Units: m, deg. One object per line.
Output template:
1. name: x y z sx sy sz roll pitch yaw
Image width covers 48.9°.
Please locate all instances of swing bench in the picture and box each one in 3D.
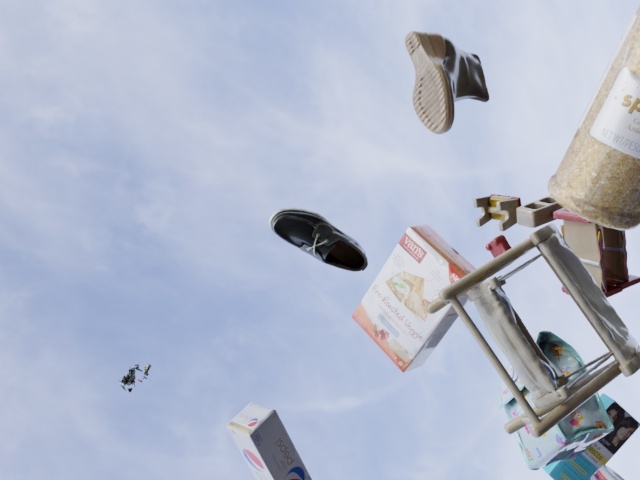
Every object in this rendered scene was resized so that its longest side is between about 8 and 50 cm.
1. swing bench: 0.348 0.133 1.111 0.255 0.165 0.253 -31 -101 -7

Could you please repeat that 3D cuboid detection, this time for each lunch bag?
1. lunch bag: 0.519 0.363 1.624 0.160 0.223 0.262 -10 -121 -15

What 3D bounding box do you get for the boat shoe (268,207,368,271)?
1. boat shoe: 0.000 0.000 1.490 0.233 0.079 0.084 26 -71 -23

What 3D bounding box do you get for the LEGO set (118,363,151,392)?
1. LEGO set: -0.335 0.242 1.255 0.054 0.024 0.083 -64 -14 -4

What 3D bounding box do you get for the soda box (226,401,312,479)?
1. soda box: -0.083 0.397 1.264 0.069 0.074 0.216 -39 -63 -34

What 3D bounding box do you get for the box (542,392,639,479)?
1. box: 0.665 0.505 1.738 0.100 0.060 0.244 41 -89 -8

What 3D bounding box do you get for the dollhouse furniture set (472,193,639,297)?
1. dollhouse furniture set: 0.557 -0.006 1.684 0.152 0.374 0.201 -19 -72 -27

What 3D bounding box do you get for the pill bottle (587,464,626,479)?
1. pill bottle: 0.614 0.609 1.576 0.108 0.108 0.193 34 -80 -33

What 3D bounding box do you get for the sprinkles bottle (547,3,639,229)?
1. sprinkles bottle: 0.381 -0.187 0.777 0.121 0.121 0.355 -9 -51 -40

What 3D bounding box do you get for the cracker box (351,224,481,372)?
1. cracker box: 0.175 0.107 1.304 0.067 0.155 0.232 -6 -47 -49

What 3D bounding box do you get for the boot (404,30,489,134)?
1. boot: 0.277 -0.309 1.421 0.207 0.090 0.248 9 -120 -36
